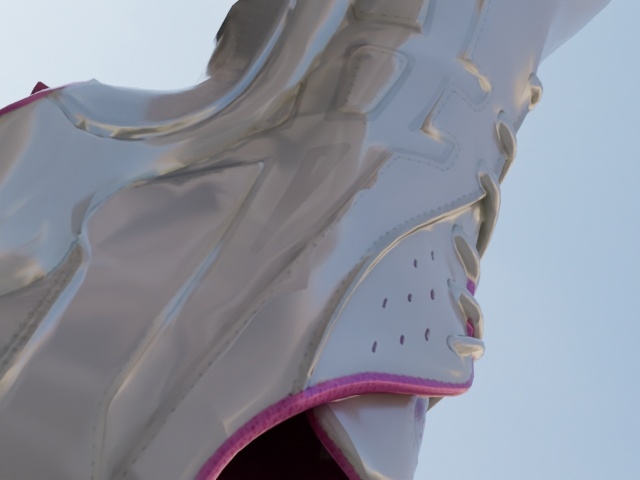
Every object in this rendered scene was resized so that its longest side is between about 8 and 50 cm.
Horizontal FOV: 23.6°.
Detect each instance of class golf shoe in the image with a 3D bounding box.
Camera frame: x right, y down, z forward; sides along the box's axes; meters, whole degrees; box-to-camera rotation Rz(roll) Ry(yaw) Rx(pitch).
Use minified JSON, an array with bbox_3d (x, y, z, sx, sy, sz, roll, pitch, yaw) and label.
[{"bbox_3d":[0.000,0.000,0.413,0.140,0.306,0.115,46,-32,12],"label":"golf shoe"}]
